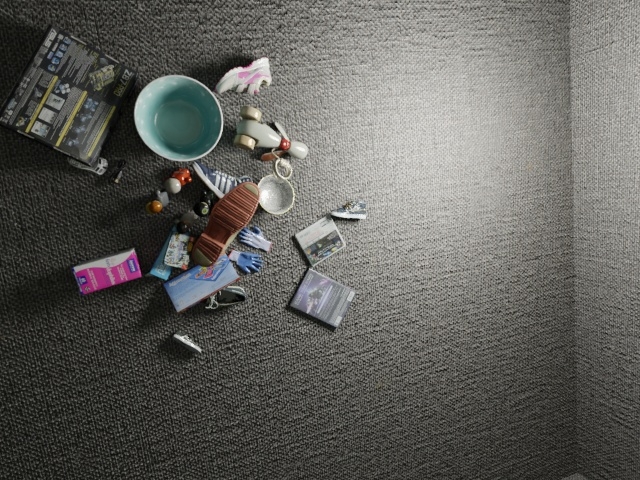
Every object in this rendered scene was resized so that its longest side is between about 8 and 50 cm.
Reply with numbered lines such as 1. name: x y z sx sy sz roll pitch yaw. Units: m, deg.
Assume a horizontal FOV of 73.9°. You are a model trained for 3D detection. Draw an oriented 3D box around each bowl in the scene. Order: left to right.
1. bowl: -0.542 -0.458 1.635 0.312 0.163 0.311 -3 99 -19
2. bowl: -0.205 -0.190 1.820 0.170 0.080 0.169 4 81 -28

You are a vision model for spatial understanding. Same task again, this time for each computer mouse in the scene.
1. computer mouse: -0.853 -0.291 1.619 0.193 0.042 0.105 21 89 -23

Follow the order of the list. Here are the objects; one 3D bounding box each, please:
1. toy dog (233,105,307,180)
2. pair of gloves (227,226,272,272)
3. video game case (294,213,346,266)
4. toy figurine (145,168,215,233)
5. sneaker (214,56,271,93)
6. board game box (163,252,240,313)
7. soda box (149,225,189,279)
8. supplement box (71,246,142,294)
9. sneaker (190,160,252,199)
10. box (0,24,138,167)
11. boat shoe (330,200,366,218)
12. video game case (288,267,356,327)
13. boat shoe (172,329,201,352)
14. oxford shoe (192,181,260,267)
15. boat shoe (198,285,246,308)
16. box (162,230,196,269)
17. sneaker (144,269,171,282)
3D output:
1. toy dog: -0.231 -0.417 1.776 0.334 0.161 0.220 42 75 -32
2. pair of gloves: -0.304 0.039 1.859 0.159 0.023 0.198 27 89 -20
3. video game case: 0.000 0.000 1.956 0.191 0.022 0.173 -32 106 -13
4. toy figurine: -0.537 -0.146 1.649 0.210 0.148 0.213 -38 113 26
5. sneaker: -0.303 -0.643 1.722 0.252 0.103 0.111 -28 104 -12
6. board game box: -0.493 0.172 1.769 0.281 0.027 0.145 -29 70 -12
7. soda box: -0.608 0.051 1.714 0.071 0.067 0.210 28 77 -21
8. supplement box: -0.820 0.115 1.649 0.220 0.114 0.111 -19 102 -17
9. sneaker: -0.386 -0.251 1.748 0.153 0.099 0.282 -44 115 -3
10. box: -0.892 -0.510 1.526 0.319 0.097 0.394 25 81 -18
11. boat shoe: 0.129 -0.147 1.960 0.184 0.065 0.083 2 95 -26
12. video game case: 0.014 0.272 1.996 0.274 0.026 0.196 29 88 -19
13. boat shoe: -0.563 0.431 1.814 0.142 0.049 0.040 42 45 -24
14. oxford shoe: -0.377 -0.077 1.717 0.140 0.146 0.397 39 102 -8
15. boat shoe: -0.443 0.241 1.809 0.255 0.079 0.095 7 97 -19
16. box: -0.559 0.039 1.684 0.094 0.027 0.136 17 81 -26
17. sneaker: -0.662 0.147 1.744 0.098 0.038 0.069 -22 103 -14
